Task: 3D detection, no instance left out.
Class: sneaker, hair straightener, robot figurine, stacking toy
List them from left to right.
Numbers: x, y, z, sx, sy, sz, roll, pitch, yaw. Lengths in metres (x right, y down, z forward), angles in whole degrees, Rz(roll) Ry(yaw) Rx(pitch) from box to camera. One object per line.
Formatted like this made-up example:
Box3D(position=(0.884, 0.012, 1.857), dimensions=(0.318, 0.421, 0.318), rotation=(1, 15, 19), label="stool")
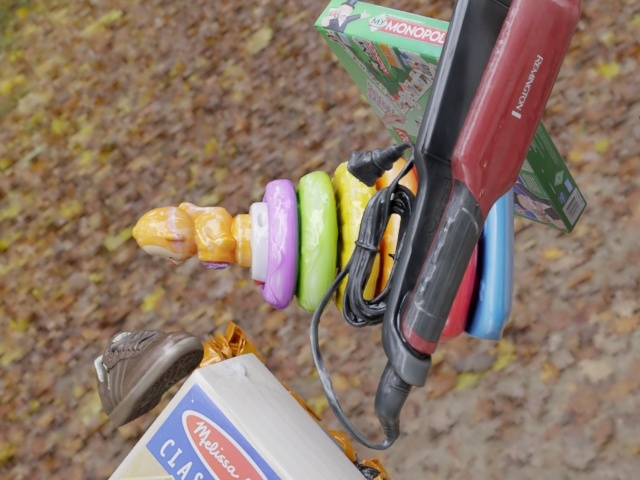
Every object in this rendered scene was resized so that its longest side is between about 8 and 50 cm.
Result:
Box3D(position=(-0.165, 0.110, 1.109), dimensions=(0.066, 0.071, 0.188), rotation=(-27, -10, -35), label="sneaker")
Box3D(position=(-0.010, 0.212, 1.231), dimensions=(0.085, 0.291, 0.211), rotation=(-45, 10, -4), label="robot figurine")
Box3D(position=(0.000, 0.000, 1.010), dimensions=(0.301, 0.166, 0.175), rotation=(0, 2, -8), label="stacking toy")
Box3D(position=(0.050, -0.015, 0.590), dimensions=(0.089, 0.047, 0.231), rotation=(19, 94, 53), label="hair straightener")

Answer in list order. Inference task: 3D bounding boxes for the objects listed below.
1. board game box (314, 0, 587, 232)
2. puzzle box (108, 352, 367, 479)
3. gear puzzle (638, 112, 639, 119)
Box3D(position=(0.149, -0.134, 1.374), dimensions=(0.213, 0.317, 0.046), rotation=(23, 73, 39), label="board game box")
Box3D(position=(0.013, 0.288, 0.562), dimensions=(0.272, 0.409, 0.052), rotation=(-52, -19, 22), label="puzzle box")
Box3D(position=(0.311, 0.052, 0.773), dimensions=(0.175, 0.339, 0.044), rotation=(-7, -26, -48), label="gear puzzle")
